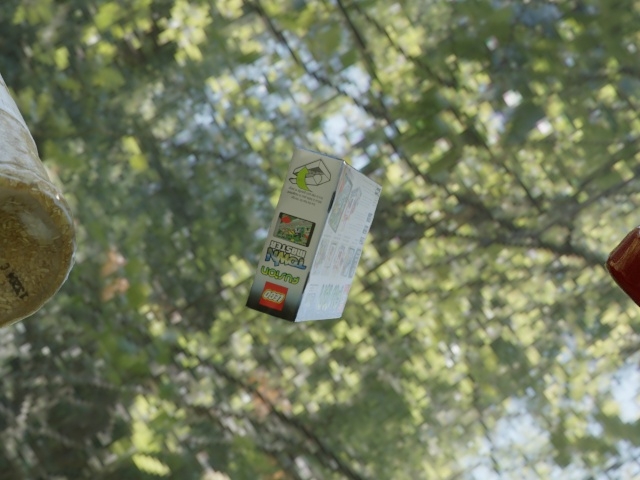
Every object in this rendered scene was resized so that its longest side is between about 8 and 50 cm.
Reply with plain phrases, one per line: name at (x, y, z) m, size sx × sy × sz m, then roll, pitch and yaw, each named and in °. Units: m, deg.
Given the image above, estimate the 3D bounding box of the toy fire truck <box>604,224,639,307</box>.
toy fire truck at (0.343, 0.049, 0.867) m, size 0.254 × 0.169 × 0.302 m, roll 29°, pitch 16°, yaw -41°

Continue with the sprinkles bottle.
sprinkles bottle at (-0.267, -0.086, 0.948) m, size 0.355 × 0.121 × 0.121 m, roll -125°, pitch -163°, yaw -47°

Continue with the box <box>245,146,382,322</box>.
box at (0.000, 0.000, 1.024) m, size 0.036 × 0.114 × 0.207 m, roll 18°, pitch 0°, yaw 10°
